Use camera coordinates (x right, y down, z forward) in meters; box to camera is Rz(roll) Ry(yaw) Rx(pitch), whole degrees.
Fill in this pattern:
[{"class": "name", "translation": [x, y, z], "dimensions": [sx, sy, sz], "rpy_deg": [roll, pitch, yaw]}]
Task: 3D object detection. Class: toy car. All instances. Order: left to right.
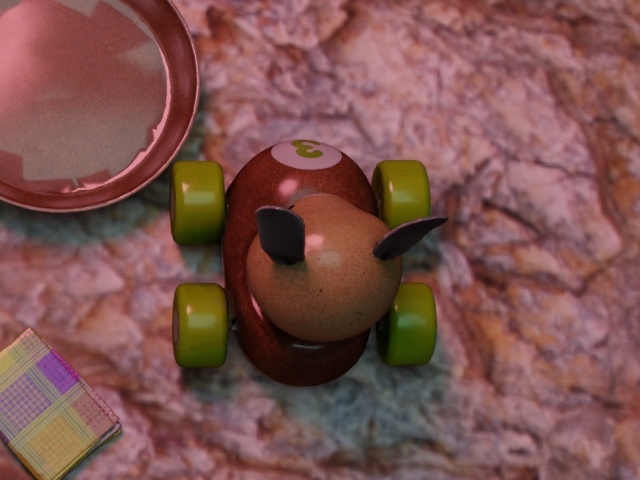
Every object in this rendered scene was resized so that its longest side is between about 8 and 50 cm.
[{"class": "toy car", "translation": [0.000, 0.000, 1.098], "dimensions": [0.155, 0.188, 0.149], "rpy_deg": [0, 78, -10]}]

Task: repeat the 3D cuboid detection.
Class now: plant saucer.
[{"class": "plant saucer", "translation": [-0.158, -0.095, 1.173], "dimensions": [0.168, 0.029, 0.168], "rpy_deg": [2, 76, -8]}]

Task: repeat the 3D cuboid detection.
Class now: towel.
[{"class": "towel", "translation": [-0.165, 0.099, 1.141], "dimensions": [0.060, 0.009, 0.083], "rpy_deg": [-42, 87, -14]}]
